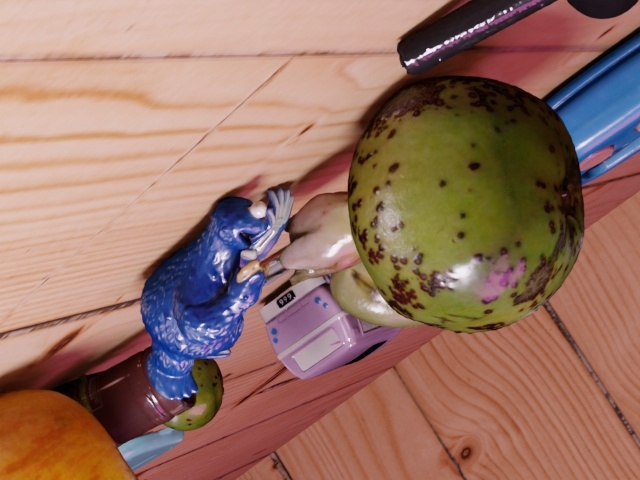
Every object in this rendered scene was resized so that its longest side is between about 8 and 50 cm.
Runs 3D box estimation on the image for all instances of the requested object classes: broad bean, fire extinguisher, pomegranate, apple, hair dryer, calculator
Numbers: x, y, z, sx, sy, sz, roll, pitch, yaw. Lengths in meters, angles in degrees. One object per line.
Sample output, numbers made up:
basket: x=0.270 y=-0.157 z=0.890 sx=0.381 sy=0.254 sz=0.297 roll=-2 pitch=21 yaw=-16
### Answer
broad bean: x=0.128 y=0.036 z=2.029 sx=0.263 sy=0.189 sz=0.121 roll=-27 pitch=147 yaw=-55
fire extinguisher: x=-0.326 y=0.239 z=1.879 sx=0.341 sy=0.105 sz=0.141 roll=-28 pitch=-169 yaw=12
pomegranate: x=-0.198 y=0.207 z=2.073 sx=0.130 sy=0.130 sz=0.130 roll=-31 pitch=169 yaw=-7
pomegranate: x=0.109 y=-0.030 z=1.573 sx=0.341 sy=0.285 sz=0.285 roll=-10 pitch=180 yaw=27
apple: x=-0.331 y=0.306 z=1.686 sx=0.233 sy=0.286 sz=0.286 roll=-33 pitch=169 yaw=-11
hair dryer: x=0.182 y=-0.227 z=1.363 sx=0.251 sy=0.089 sz=0.197 roll=-26 pitch=173 yaw=14
calculator: x=-0.387 y=0.379 z=2.323 sx=0.386 sy=0.054 sz=0.256 roll=-30 pitch=170 yaw=17

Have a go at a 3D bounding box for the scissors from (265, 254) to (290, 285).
scissors: x=0.000 y=0.000 z=1.920 sx=0.204 sy=0.027 sz=0.101 roll=-32 pitch=167 yaw=-13

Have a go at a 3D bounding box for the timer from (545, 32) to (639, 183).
timer: x=0.445 y=-0.200 z=2.052 sx=0.340 sy=0.115 sz=0.309 roll=-36 pitch=167 yaw=18

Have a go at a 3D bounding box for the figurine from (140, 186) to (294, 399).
figurine: x=-0.126 y=0.046 z=1.583 sx=0.262 sy=0.121 sz=0.164 roll=-63 pitch=-178 yaw=26

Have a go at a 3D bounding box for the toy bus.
toy bus: x=0.023 y=0.112 z=2.164 sx=0.142 sy=0.142 sz=0.202 roll=-39 pitch=167 yaw=29
